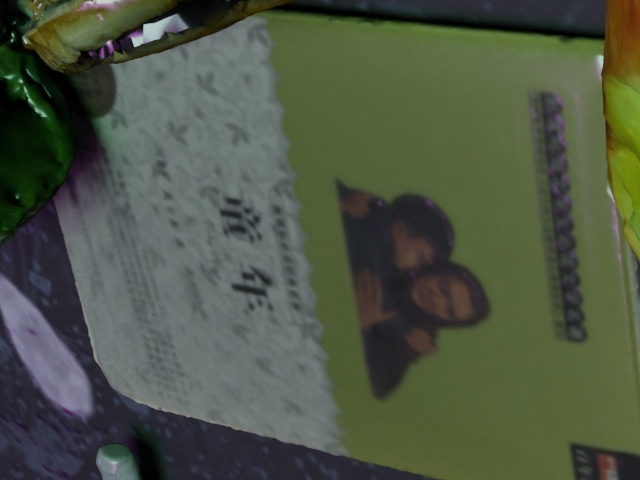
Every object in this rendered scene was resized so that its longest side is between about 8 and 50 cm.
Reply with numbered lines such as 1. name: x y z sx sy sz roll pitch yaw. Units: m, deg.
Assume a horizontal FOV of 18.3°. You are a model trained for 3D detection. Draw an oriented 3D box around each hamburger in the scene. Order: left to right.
1. hamburger: -0.069 -0.145 0.806 0.185 0.159 0.131 10 125 61

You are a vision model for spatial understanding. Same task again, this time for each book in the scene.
1. book: 0.000 0.000 0.947 0.352 0.035 0.239 10 123 37

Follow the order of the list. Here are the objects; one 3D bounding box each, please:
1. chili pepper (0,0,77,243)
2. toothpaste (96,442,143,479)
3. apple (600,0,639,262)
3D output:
1. chili pepper: -0.295 -0.064 1.049 0.385 0.167 0.213 -1 118 45
2. toothpaste: -0.103 0.220 1.206 0.067 0.037 0.255 14 132 27
3. apple: 0.229 -0.085 0.452 0.339 0.339 0.340 23 133 27
